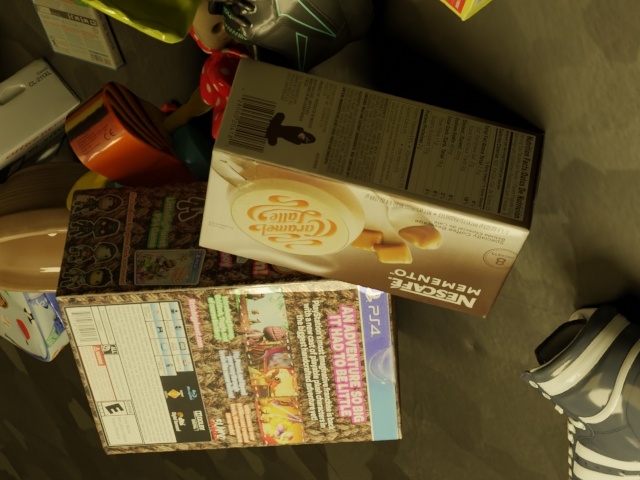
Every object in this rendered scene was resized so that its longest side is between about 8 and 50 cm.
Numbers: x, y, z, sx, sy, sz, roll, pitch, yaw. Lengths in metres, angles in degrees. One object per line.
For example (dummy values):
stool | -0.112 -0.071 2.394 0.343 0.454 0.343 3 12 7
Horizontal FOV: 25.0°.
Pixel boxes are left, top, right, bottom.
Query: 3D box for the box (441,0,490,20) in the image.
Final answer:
box | 0.043 -0.264 1.024 0.232 0.058 0.087 42 151 13

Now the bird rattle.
bird rattle | -0.104 -0.224 1.236 0.207 0.143 0.253 62 -170 26

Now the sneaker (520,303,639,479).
sneaker | 0.234 0.163 1.225 0.153 0.099 0.282 36 142 15

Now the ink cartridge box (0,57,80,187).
ink cartridge box | -0.368 -0.122 1.702 0.072 0.127 0.175 49 152 1

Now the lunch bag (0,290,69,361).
lunch bag | -0.431 0.020 1.984 0.243 0.115 0.303 19 139 39

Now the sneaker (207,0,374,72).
sneaker | -0.035 -0.203 1.077 0.101 0.106 0.267 44 173 30

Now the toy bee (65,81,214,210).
toy bee | -0.167 -0.081 1.440 0.298 0.195 0.162 74 169 -55

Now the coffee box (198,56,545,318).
coffee box | 0.037 -0.039 1.149 0.246 0.098 0.141 15 148 -2

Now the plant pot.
plant pot | -0.309 -0.022 1.701 0.237 0.237 0.109 138 128 -62

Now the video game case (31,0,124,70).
video game case | -0.274 -0.262 1.519 0.119 0.015 0.166 21 141 42

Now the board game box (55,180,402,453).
board game box | -0.075 0.070 1.346 0.291 0.141 0.232 -3 136 3
